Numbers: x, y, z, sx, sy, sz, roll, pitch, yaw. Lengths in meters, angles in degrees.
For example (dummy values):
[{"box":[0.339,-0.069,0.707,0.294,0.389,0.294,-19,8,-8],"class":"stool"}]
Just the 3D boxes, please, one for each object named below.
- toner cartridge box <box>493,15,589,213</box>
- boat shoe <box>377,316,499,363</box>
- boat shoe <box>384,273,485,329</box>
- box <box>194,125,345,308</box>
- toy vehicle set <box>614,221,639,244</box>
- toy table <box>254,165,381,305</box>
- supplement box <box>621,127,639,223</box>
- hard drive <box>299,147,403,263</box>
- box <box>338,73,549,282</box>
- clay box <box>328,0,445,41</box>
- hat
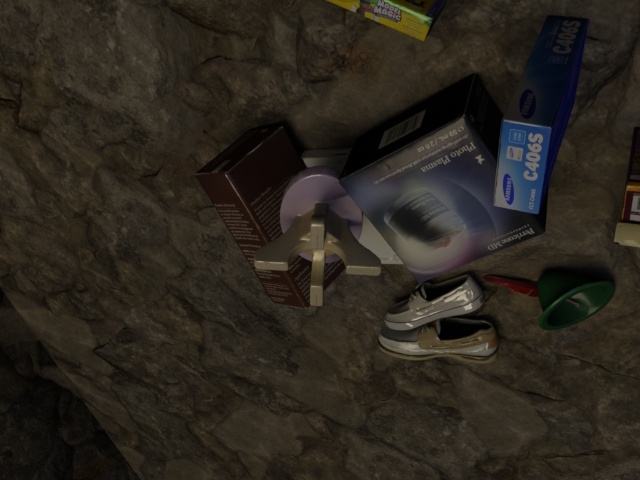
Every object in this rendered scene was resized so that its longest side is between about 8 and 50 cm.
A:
[{"box":[0.365,-0.216,1.249,0.075,0.348,0.165,12,134,20],"class":"toner cartridge box"},{"box":[0.289,0.230,1.893,0.302,0.113,0.103,1,129,14],"class":"boat shoe"},{"box":[0.259,0.144,1.832,0.267,0.096,0.088,-16,117,37],"class":"boat shoe"},{"box":[-0.099,-0.049,1.739,0.143,0.191,0.382,5,131,48],"class":"box"},{"box":[0.630,-0.001,1.399,0.165,0.267,0.035,9,92,22],"class":"toy vehicle set"},{"box":[0.000,0.000,1.557,0.252,0.161,0.274,-4,138,11],"class":"toy table"},{"box":[0.594,-0.113,1.337,0.104,0.188,0.081,9,132,21],"class":"supplement box"},{"box":[0.090,-0.075,1.757,0.202,0.040,0.308,1,129,28],"class":"hard drive"},{"box":[0.249,-0.112,1.509,0.296,0.183,0.294,-26,116,33],"class":"box"},{"box":[0.106,-0.440,1.340,0.222,0.127,0.053,25,136,5],"class":"clay box"},{"box":[0.511,0.081,1.687,0.208,0.184,0.173,-14,144,-14],"class":"hat"}]
